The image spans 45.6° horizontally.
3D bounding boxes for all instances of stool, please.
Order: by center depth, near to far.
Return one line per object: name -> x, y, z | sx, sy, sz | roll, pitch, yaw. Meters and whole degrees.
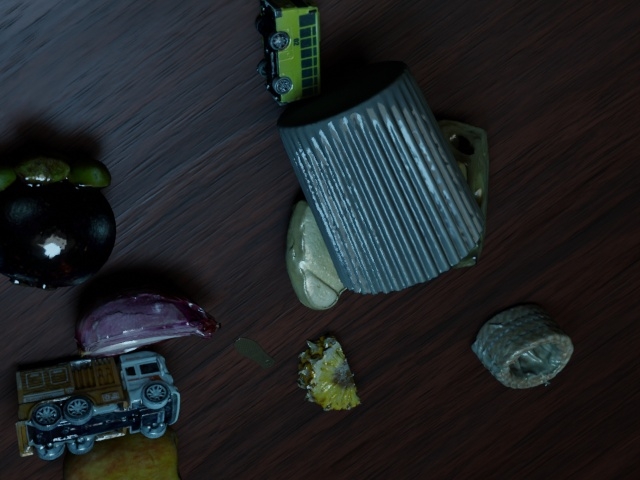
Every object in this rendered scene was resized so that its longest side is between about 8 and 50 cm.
stool -> 0.101, -0.120, 1.365 | 0.297, 0.297, 0.330 | -29, 113, -5

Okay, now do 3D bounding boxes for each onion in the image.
onion -> -0.329, 0.148, 1.464 | 0.284, 0.120, 0.227 | -4, 165, -28

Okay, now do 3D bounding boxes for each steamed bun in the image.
steamed bun -> -0.003, 0.030, 1.561 | 0.231, 0.110, 0.212 | 28, 85, -34

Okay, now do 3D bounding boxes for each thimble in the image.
thimble -> 0.529, 0.276, 1.977 | 0.229, 0.148, 0.196 | 6, 119, -32

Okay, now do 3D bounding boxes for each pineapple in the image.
pineapple -> 0.006, 0.330, 1.808 | 0.135, 0.079, 0.233 | -32, 126, -13

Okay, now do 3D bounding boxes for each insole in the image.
insole -> -0.148, 0.256, 1.724 | 0.045, 0.002, 0.135 | -39, 131, 5

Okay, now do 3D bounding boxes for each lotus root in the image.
lotus root -> 0.256, -0.102, 1.591 | 0.210, 0.142, 0.314 | 12, 130, 10

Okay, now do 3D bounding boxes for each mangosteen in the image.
mangosteen -> -0.445, -0.035, 1.247 | 0.243, 0.243, 0.243 | -13, 128, -18

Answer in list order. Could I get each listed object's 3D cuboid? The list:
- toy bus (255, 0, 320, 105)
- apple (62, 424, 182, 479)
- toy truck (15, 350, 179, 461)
toy bus -> -0.052, -0.331, 1.298 | 0.101, 0.088, 0.175 | -16, 131, -17
apple -> -0.401, 0.499, 1.608 | 0.264, 0.264, 0.264 | -13, 128, -18
toy truck -> -0.444, 0.314, 1.514 | 0.305, 0.162, 0.136 | -7, 138, -22
